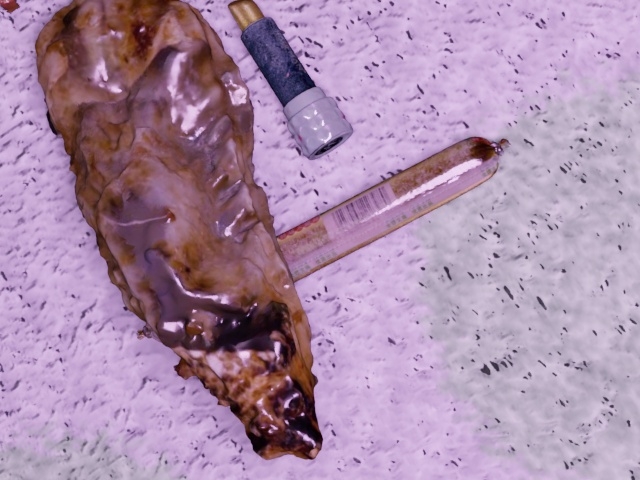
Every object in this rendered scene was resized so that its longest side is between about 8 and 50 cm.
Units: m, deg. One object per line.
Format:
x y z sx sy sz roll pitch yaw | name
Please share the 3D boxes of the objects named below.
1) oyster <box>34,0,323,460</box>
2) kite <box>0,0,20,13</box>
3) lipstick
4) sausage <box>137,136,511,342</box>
-0.081 -0.019 1.225 0.129 0.078 0.345 -24 73 -1 | oyster
-0.261 -0.253 1.300 0.141 0.015 0.245 -32 84 5 | kite
-0.023 -0.108 1.256 0.037 0.037 0.116 -32 81 7 | lipstick
0.000 0.000 1.251 0.269 0.033 0.032 -27 86 7 | sausage
